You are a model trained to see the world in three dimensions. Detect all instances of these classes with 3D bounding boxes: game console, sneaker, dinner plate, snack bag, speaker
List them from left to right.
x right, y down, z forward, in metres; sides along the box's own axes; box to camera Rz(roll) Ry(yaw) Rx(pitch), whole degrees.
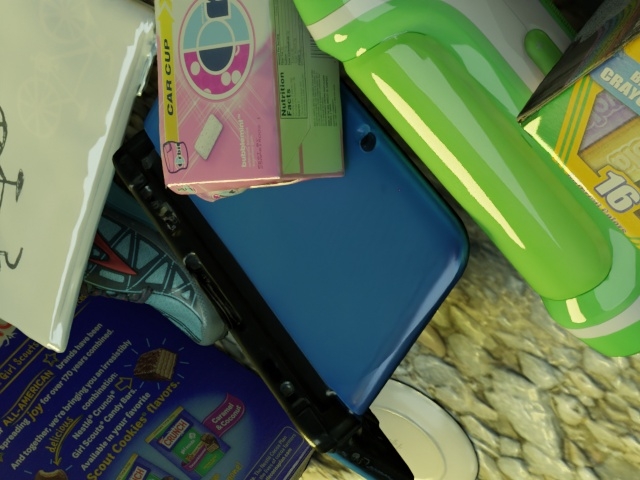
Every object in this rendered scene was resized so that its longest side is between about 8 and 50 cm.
[{"bbox_3d":[-0.298,-0.102,1.237,0.342,0.037,0.323,30,118,17],"label":"snack bag"},{"bbox_3d":[-0.195,0.017,1.322,0.262,0.125,0.104,38,148,3],"label":"sneaker"},{"bbox_3d":[0.000,0.000,1.112,0.293,0.173,0.250,53,-175,30],"label":"game console"},{"bbox_3d":[0.069,0.171,1.349,0.141,0.017,0.141,26,142,22],"label":"dinner plate"},{"bbox_3d":[0.117,-0.072,0.934,0.296,0.131,0.131,48,145,-13],"label":"speaker"}]

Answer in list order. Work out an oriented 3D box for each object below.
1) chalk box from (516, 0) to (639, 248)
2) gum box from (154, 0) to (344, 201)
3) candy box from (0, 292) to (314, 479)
[{"bbox_3d":[0.230,-0.094,0.798,0.132,0.132,0.213,45,146,-8],"label":"chalk box"},{"bbox_3d":[-0.047,-0.120,1.002,0.107,0.062,0.188,-2,92,43],"label":"gum box"},{"bbox_3d":[-0.201,0.185,1.392,0.317,0.268,0.122,35,142,8],"label":"candy box"}]
